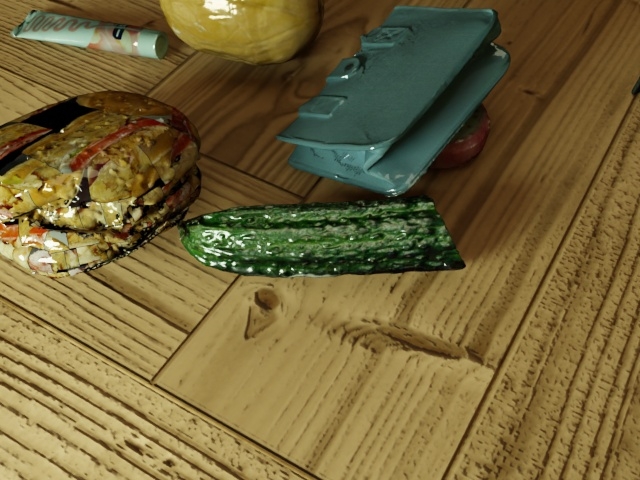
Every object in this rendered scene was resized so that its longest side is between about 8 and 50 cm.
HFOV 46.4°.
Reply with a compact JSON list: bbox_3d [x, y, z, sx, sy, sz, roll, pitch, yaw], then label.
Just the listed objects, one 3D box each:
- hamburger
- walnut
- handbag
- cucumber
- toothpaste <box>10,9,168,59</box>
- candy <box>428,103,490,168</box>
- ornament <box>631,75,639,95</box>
[{"bbox_3d":[-0.220,-0.065,0.707,0.231,0.107,0.231,-7,31,5],"label":"hamburger"},{"bbox_3d":[-0.091,-0.290,0.882,0.197,0.165,0.165,13,51,21],"label":"walnut"},{"bbox_3d":[0.074,-0.158,0.781,0.179,0.062,0.229,20,61,43],"label":"handbag"},{"bbox_3d":[0.000,0.000,0.693,0.265,0.077,0.077,-5,50,-1],"label":"cucumber"},{"bbox_3d":[-0.289,-0.260,0.937,0.205,0.036,0.056,13,53,16],"label":"toothpaste"},{"bbox_3d":[0.132,-0.123,0.811,0.103,0.043,0.103,-2,51,3],"label":"candy"},{"bbox_3d":[0.449,-0.150,0.808,0.088,0.081,0.203,-24,54,-18],"label":"ornament"}]
